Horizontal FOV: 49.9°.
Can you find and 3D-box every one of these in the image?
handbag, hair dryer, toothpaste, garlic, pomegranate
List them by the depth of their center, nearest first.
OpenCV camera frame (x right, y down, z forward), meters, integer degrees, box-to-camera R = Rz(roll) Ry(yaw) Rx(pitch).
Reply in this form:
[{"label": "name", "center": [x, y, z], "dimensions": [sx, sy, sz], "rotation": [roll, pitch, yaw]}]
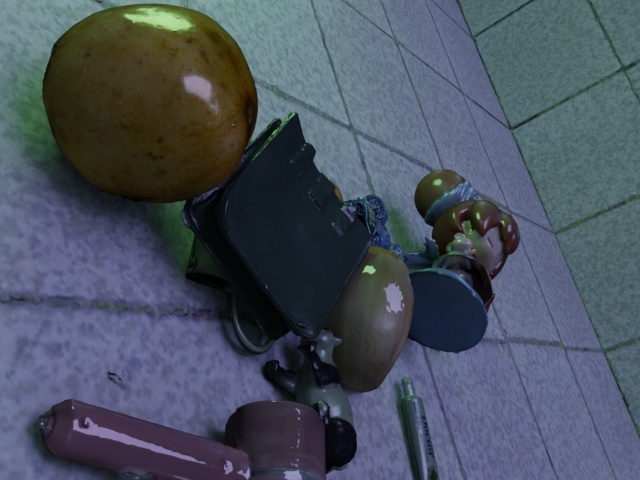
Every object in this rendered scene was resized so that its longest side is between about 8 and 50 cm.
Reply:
[{"label": "hair dryer", "center": [-0.142, 0.262, 0.733], "dimensions": [0.352, 0.125, 0.211], "rotation": [28, 44, -31]}, {"label": "pomegranate", "center": [-0.205, -0.172, 0.850], "dimensions": [0.260, 0.260, 0.261], "rotation": [38, 37, -36]}, {"label": "handbag", "center": [-0.046, -0.021, 0.977], "dimensions": [0.248, 0.079, 0.260], "rotation": [58, 42, -24]}, {"label": "handbag", "center": [-0.102, 0.022, 1.036], "dimensions": [0.241, 0.109, 0.316], "rotation": [30, 55, -42]}, {"label": "garlic", "center": [0.075, 0.132, 1.101], "dimensions": [0.164, 0.145, 0.245], "rotation": [0, 99, -76]}, {"label": "toothpaste", "center": [0.178, 0.368, 1.208], "dimensions": [0.067, 0.037, 0.256], "rotation": [21, 53, -50]}]

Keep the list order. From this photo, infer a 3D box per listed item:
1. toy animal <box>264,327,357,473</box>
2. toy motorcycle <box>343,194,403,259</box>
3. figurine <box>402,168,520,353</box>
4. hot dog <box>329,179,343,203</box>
[{"label": "toy animal", "center": [-0.005, 0.221, 0.978], "dimensions": [0.121, 0.093, 0.225], "rotation": [27, 43, -48]}, {"label": "toy motorcycle", "center": [0.078, 0.009, 1.297], "dimensions": [0.135, 0.092, 0.255], "rotation": [26, 53, -34]}, {"label": "figurine", "center": [0.277, 0.046, 1.431], "dimensions": [0.388, 0.248, 0.277], "rotation": [-49, 136, -46]}, {"label": "hot dog", "center": [0.000, 0.000, 1.193], "dimensions": [0.115, 0.072, 0.269], "rotation": [30, 44, -44]}]
